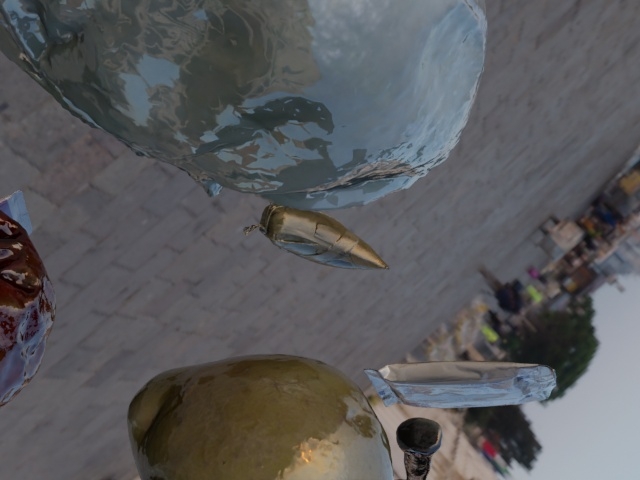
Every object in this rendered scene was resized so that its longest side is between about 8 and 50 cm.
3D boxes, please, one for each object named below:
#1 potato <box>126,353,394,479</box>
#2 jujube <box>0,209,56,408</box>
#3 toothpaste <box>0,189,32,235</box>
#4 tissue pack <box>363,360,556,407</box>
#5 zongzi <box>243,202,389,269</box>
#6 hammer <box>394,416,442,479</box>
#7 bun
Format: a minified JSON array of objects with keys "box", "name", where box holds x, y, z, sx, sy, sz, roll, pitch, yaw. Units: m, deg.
[{"box":[-0.049,0.160,0.714,0.178,0.235,0.160,35,68,-48],"name":"potato"},{"box":[-0.463,0.086,0.909,0.377,0.276,0.276,-18,157,-34],"name":"jujube"},{"box":[-0.537,0.017,1.247,0.299,0.073,0.114,-23,152,-20],"name":"toothpaste"},{"box":[0.152,0.155,0.985,0.193,0.026,0.122,-5,153,14],"name":"tissue pack"},{"box":[0.000,0.000,1.449,0.189,0.178,0.081,18,96,-58],"name":"zongzi"},{"box":[0.091,0.217,0.878,0.287,0.111,0.033,78,25,-64],"name":"hammer"},{"box":[-0.065,-0.137,0.574,0.194,0.354,0.354,-60,170,-6],"name":"bun"}]
